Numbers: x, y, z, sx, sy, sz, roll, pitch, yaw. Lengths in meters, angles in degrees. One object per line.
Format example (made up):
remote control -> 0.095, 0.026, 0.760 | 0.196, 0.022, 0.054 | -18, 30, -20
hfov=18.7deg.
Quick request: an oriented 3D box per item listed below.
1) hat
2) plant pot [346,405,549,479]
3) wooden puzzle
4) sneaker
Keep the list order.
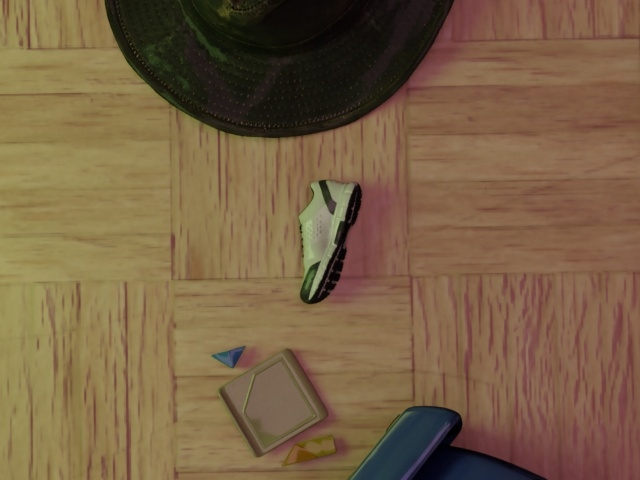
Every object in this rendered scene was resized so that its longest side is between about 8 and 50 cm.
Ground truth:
hat -> -0.031, -0.249, 1.586 | 0.331, 0.134, 0.331 | 0, 90, 1
plant pot -> 0.098, 0.262, 1.508 | 0.212, 0.236, 0.236 | 39, 87, 8
wooden puzzle -> -0.040, 0.137, 1.623 | 0.079, 0.014, 0.116 | -23, 86, -6
sneaker -> 0.000, 0.000, 1.625 | 0.044, 0.040, 0.109 | 15, 82, 18
